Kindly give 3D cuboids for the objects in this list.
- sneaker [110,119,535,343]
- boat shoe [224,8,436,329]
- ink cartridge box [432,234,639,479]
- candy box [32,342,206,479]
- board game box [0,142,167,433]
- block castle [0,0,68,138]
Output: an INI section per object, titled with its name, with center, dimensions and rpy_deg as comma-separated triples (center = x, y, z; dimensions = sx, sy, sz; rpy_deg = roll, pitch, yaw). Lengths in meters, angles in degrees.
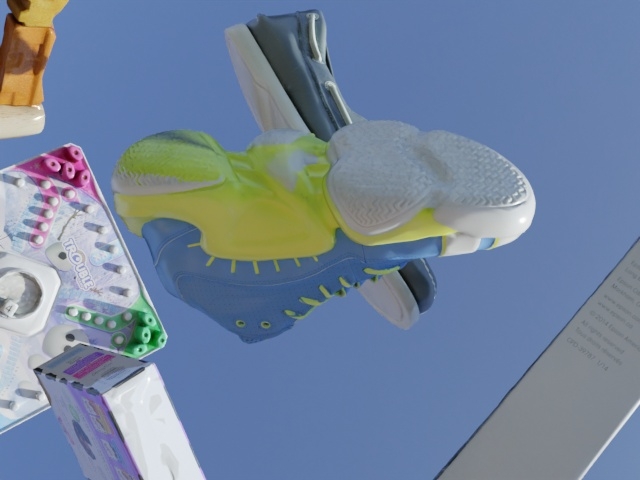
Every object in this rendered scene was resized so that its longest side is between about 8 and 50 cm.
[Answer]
[sneaker]
center = 0.000, 0.000, 0.459
dimensions = 0.240, 0.126, 0.091
rpy_deg = 7, -142, 16
[boat shoe]
center = 0.022, -0.077, 0.638
dimensions = 0.099, 0.116, 0.320
rpy_deg = -24, -119, -10
[ink cartridge box]
center = 0.185, 0.073, 0.506
dimensions = 0.065, 0.165, 0.332
rpy_deg = 41, -108, 19
[candy box]
center = -0.237, 0.215, 0.905
dimensions = 0.196, 0.070, 0.165
rpy_deg = 2, -63, 49
[board game box]
center = -0.490, 0.088, 1.259
dimensions = 0.389, 0.050, 0.390
rpy_deg = -27, -78, -25
[block castle]
center = -0.458, -0.330, 0.829
dimensions = 0.453, 0.212, 0.303
rpy_deg = 54, -46, 24
